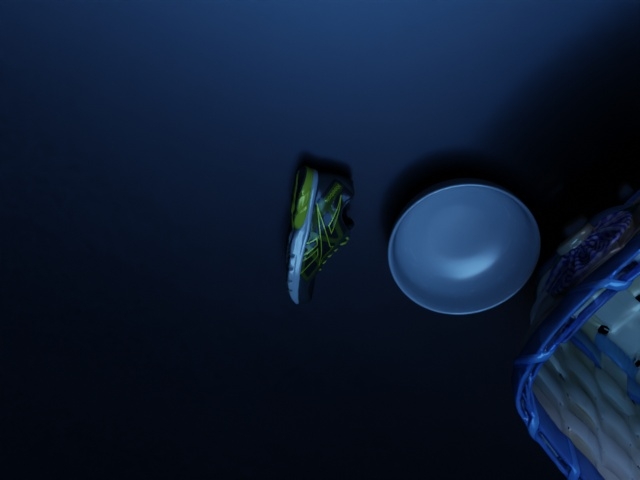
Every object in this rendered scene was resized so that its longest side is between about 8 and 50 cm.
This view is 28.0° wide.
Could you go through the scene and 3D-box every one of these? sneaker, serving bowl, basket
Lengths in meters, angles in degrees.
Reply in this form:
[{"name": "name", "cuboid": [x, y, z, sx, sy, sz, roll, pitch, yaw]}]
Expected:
[{"name": "sneaker", "cuboid": [0.000, 0.000, 0.702, 0.035, 0.031, 0.083, 4, 120, -6]}, {"name": "serving bowl", "cuboid": [0.078, 0.000, 0.708, 0.083, 0.027, 0.083, -1, 120, -2]}, {"name": "basket", "cuboid": [0.214, 0.069, 0.603, 0.255, 0.289, 0.201, -41, 114, 18]}]
